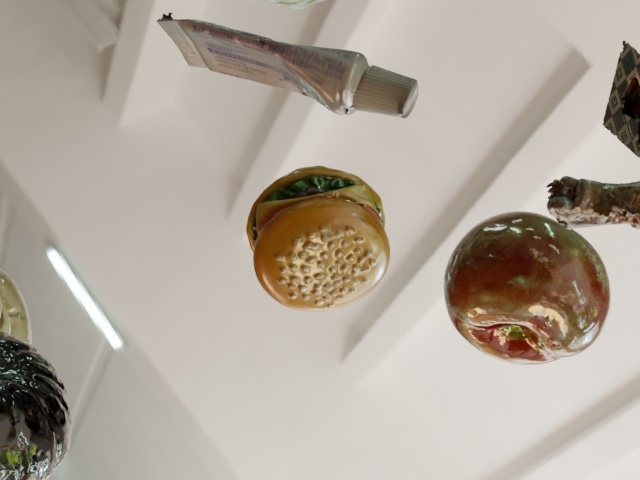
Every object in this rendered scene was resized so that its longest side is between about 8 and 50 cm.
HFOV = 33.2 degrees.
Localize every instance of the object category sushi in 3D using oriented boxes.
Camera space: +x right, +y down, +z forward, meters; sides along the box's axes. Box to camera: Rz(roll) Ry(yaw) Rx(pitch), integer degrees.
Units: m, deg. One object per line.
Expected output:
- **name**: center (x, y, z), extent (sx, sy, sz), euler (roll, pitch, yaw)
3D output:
- **sushi**: center (0.408, -0.175, 1.355), extent (0.126, 0.026, 0.120), euler (-116, -153, -54)

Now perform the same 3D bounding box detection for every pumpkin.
- **pumpkin**: center (-0.330, 0.168, 0.996), extent (0.202, 0.202, 0.140), euler (34, -62, 33)

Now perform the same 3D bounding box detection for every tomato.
- **tomato**: center (0.339, 0.069, 1.750), extent (0.270, 0.222, 0.270), euler (13, -29, 7)

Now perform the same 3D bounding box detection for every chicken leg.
- **chicken leg**: center (0.309, -0.035, 0.950), extent (0.196, 0.125, 0.080), euler (0, -105, 41)

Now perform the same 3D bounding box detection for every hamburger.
- **hamburger**: center (0.000, 0.000, 1.152), extent (0.115, 0.162, 0.162), euler (-103, -171, -53)

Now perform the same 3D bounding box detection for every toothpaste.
- **toothpaste**: center (-0.033, -0.183, 1.139), extent (0.282, 0.068, 0.099), euler (15, -44, 16)

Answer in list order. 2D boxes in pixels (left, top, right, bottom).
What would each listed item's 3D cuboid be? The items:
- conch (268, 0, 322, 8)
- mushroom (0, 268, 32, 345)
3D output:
- **conch**: center (-0.011, -0.308, 0.625), extent (0.215, 0.303, 0.319), euler (41, 4, 29)
- **mushroom**: center (-0.434, 0.099, 1.180), extent (0.234, 0.254, 0.260), euler (-42, -143, 39)
